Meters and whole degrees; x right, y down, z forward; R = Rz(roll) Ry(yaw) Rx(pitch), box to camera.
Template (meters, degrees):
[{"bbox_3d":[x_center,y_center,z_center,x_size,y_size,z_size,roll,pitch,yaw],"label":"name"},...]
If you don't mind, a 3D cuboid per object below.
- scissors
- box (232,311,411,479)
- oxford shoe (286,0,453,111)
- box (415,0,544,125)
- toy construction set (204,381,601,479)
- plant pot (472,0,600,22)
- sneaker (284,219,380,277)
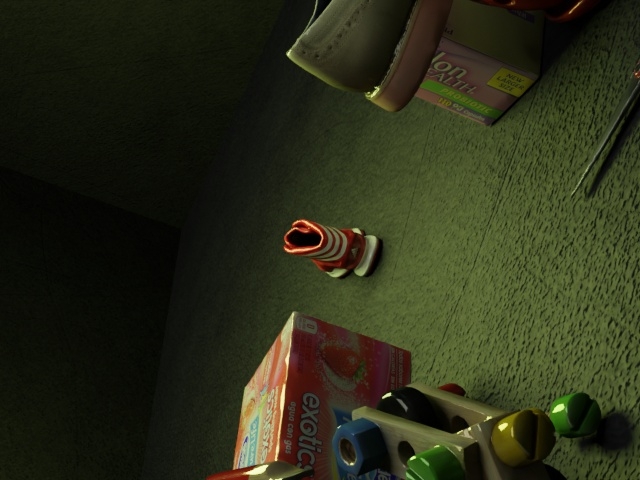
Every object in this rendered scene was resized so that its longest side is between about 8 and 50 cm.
[{"bbox_3d":[0.304,-0.175,0.938,0.109,0.021,0.297,-93,26,-51],"label":"scissors"},{"bbox_3d":[-0.004,0.243,1.022,0.299,0.142,0.154,-85,21,-47],"label":"box"},{"bbox_3d":[0.072,-0.337,1.046,0.140,0.147,0.396,147,139,-68],"label":"oxford shoe"},{"bbox_3d":[0.153,-0.298,1.251,0.117,0.214,0.242,133,153,-56],"label":"box"},{"bbox_3d":[0.102,0.193,0.672,0.237,0.309,0.257,-33,47,59],"label":"toy construction set"},{"bbox_3d":[0.229,-0.333,1.099,0.191,0.174,0.191,-160,90,-75],"label":"plant pot"},{"bbox_3d":[0.000,0.000,1.584,0.221,0.128,0.087,-13,58,71],"label":"sneaker"}]
